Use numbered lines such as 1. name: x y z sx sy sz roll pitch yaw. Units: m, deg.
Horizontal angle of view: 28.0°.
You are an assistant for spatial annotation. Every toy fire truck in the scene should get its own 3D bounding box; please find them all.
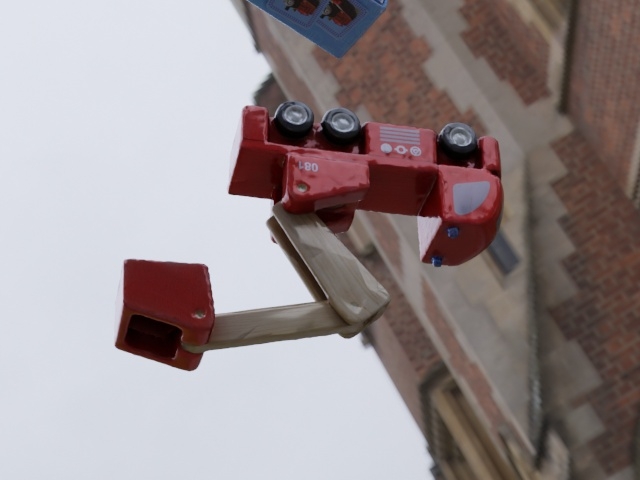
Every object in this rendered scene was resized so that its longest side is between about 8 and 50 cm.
1. toy fire truck: 0.000 0.000 0.632 0.192 0.135 0.047 7 -33 -11

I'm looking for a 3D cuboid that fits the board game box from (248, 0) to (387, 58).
1. board game box: -0.056 -0.185 0.516 0.211 0.160 0.039 30 -46 -15
